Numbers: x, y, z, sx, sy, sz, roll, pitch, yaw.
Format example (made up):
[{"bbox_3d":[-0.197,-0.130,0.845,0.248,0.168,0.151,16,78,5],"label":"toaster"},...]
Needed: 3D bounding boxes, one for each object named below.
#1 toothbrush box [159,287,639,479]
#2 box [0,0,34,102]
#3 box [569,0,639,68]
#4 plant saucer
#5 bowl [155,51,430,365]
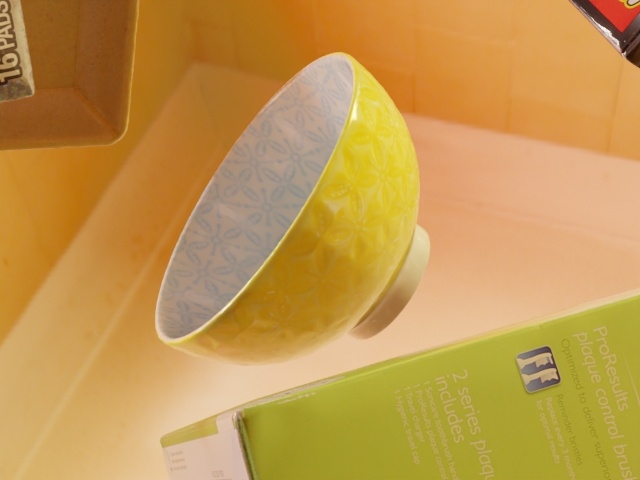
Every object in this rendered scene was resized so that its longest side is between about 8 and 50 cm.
[{"bbox_3d":[0.087,0.102,0.576,0.283,0.206,0.122,-13,-97,-17],"label":"toothbrush box"},{"bbox_3d":[-0.228,-0.181,0.524,0.142,0.247,0.163,-17,-153,-24],"label":"box"},{"bbox_3d":[0.095,-0.157,0.427,0.114,0.036,0.207,-52,-134,22],"label":"box"},{"bbox_3d":[-0.352,-0.253,1.254,0.333,0.333,0.081,-5,-147,-26],"label":"plant saucer"},{"bbox_3d":[0.000,0.000,1.068,0.156,0.289,0.289,33,-127,-19],"label":"bowl"}]
